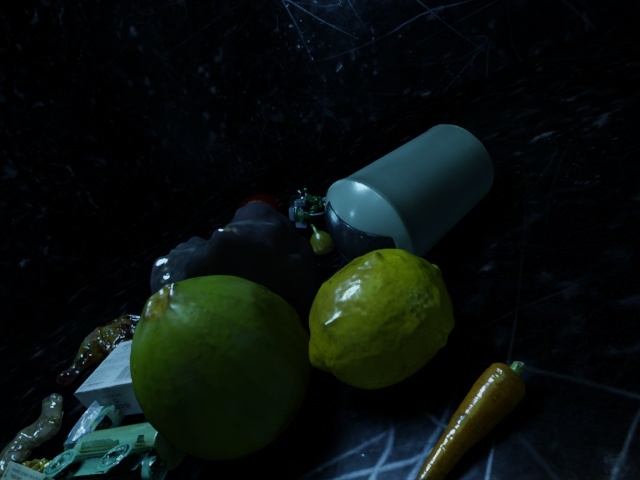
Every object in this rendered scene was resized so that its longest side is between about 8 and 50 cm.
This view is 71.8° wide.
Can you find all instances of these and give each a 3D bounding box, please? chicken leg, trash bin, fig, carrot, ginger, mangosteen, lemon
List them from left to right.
[{"bbox_3d":[-0.774,0.538,1.174,0.122,0.084,0.290,-42,17,30],"label":"ginger"},{"bbox_3d":[-0.733,0.366,1.497,0.323,0.083,0.177,-26,36,-1],"label":"chicken leg"},{"bbox_3d":[-0.191,0.218,0.815,0.344,0.343,0.343,-24,22,10],"label":"fig"},{"bbox_3d":[-0.213,-0.066,1.694,0.215,0.215,0.257,-27,-13,3],"label":"mangosteen"},{"bbox_3d":[0.000,0.000,1.395,0.082,0.098,0.084,-26,33,2],"label":"fig"},{"bbox_3d":[0.103,0.139,0.791,0.288,0.233,0.233,-34,22,-10],"label":"lemon"},{"bbox_3d":[0.217,-0.099,1.128,0.432,0.280,0.280,-36,23,-27],"label":"trash bin"},{"bbox_3d":[0.207,0.269,0.625,0.257,0.061,0.061,-44,25,-14],"label":"carrot"}]

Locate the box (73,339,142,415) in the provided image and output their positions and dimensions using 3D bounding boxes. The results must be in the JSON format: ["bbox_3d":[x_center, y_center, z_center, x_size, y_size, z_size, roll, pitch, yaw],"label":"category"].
[{"bbox_3d":[-0.477,0.351,1.168,0.261,0.111,0.194,-19,23,28],"label":"box"}]

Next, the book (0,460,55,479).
[{"bbox_3d":[-0.589,0.563,0.786,0.202,0.026,0.289,-13,52,38],"label":"book"}]

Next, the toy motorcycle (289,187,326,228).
[{"bbox_3d":[-0.046,-0.126,1.678,0.187,0.124,0.275,0,16,16],"label":"toy motorcycle"}]

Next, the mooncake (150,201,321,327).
[{"bbox_3d":[-0.182,0.098,1.053,0.382,0.350,0.212,-16,25,24],"label":"mooncake"}]

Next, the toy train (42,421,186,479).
[{"bbox_3d":[-0.409,0.430,0.886,0.308,0.126,0.189,-19,24,25],"label":"toy train"}]

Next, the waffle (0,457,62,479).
[{"bbox_3d":[-0.660,0.569,0.957,0.193,0.070,0.197,-30,21,-7],"label":"waffle"}]

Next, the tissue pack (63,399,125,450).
[{"bbox_3d":[-0.552,0.453,1.071,0.085,0.079,0.111,-17,24,25],"label":"tissue pack"}]
